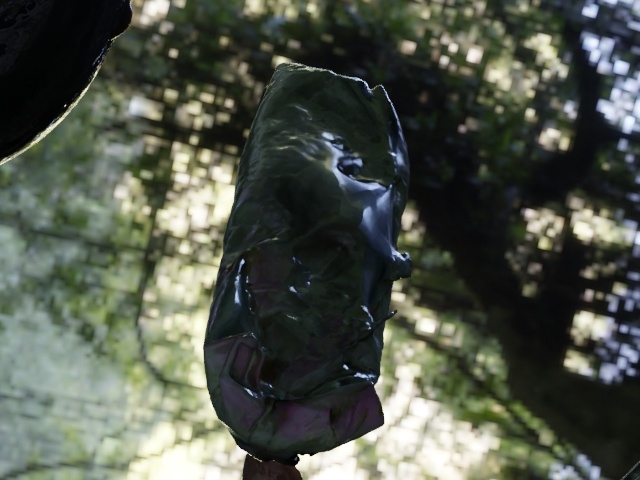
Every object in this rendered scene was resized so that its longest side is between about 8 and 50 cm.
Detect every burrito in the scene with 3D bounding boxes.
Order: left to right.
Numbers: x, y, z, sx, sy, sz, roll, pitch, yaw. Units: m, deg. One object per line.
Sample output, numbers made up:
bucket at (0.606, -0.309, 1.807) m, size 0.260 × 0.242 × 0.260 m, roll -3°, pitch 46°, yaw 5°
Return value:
burrito at (-0.004, 0.000, 0.840) m, size 0.309 × 0.096 × 0.066 m, roll -84°, pitch -165°, yaw -55°

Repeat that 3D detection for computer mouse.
computer mouse at (-0.218, -0.137, 1.199) m, size 0.269 × 0.100 × 0.170 m, roll -49°, pitch 174°, yaw -33°

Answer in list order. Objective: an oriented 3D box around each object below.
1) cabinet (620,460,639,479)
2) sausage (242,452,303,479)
cabinet at (0.314, 0.325, 1.328) m, size 0.318 × 0.290 × 0.227 m, roll -45°, pitch 171°, yaw 4°
sausage at (-0.025, 0.346, 1.635) m, size 0.078 × 0.078 × 0.304 m, roll -54°, pitch -134°, yaw 50°
